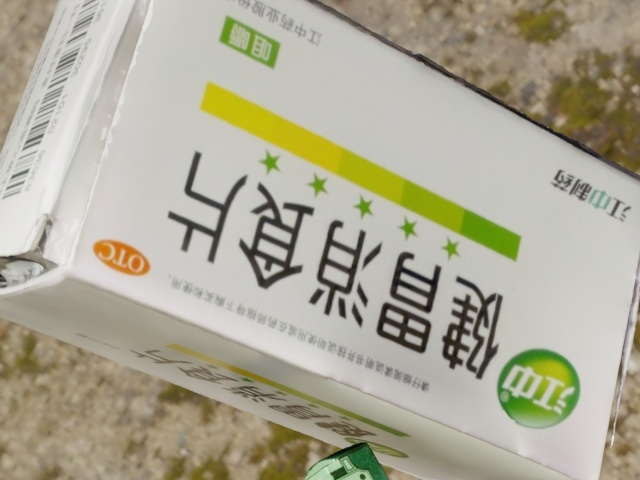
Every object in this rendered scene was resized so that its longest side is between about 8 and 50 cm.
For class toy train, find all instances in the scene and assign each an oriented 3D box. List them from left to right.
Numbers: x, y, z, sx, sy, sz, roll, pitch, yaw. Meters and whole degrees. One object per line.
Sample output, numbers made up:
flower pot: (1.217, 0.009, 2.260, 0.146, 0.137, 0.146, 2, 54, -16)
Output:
toy train: (0.001, 0.132, 0.664, 0.053, 0.083, 0.033, 59, 137, 13)

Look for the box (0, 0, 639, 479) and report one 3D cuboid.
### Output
box: (-0.002, -0.001, 0.727, 0.145, 0.333, 0.173, -16, 55, 56)
